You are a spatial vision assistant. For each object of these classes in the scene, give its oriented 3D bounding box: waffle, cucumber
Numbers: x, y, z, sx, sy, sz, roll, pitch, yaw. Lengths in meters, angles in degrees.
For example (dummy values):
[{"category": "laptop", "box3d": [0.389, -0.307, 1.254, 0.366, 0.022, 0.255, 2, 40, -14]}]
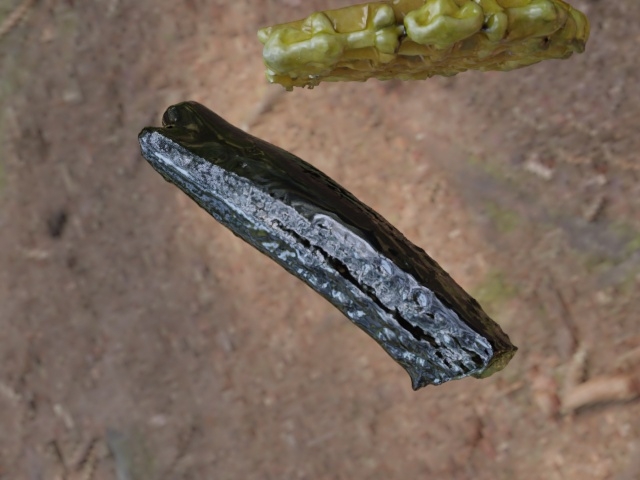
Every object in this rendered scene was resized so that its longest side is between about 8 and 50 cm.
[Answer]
[{"category": "waffle", "box3d": [0.074, -0.165, 1.397, 0.282, 0.301, 0.058, -6, 91, 20]}, {"category": "cucumber", "box3d": [0.001, -0.002, 0.504, 0.135, 0.033, 0.034, 41, 125, 15]}]
